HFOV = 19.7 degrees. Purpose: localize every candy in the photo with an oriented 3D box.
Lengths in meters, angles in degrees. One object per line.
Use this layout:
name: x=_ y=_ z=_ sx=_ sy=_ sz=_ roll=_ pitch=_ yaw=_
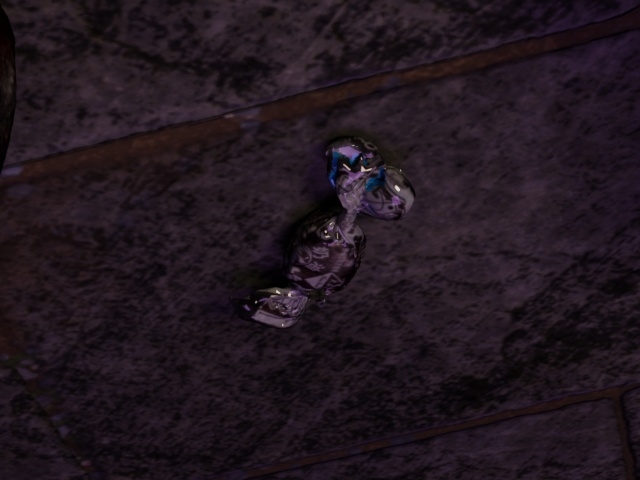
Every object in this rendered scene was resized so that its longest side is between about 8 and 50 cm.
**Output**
candy: x=0.000 y=0.000 z=1.445 sx=0.094 sy=0.051 sz=0.226 roll=15 pitch=138 yaw=-15

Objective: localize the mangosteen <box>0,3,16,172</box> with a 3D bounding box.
mangosteen: x=-0.317 y=-0.077 z=1.071 sx=0.307 sy=0.307 sz=0.347 roll=-17 pitch=176 yaw=10
